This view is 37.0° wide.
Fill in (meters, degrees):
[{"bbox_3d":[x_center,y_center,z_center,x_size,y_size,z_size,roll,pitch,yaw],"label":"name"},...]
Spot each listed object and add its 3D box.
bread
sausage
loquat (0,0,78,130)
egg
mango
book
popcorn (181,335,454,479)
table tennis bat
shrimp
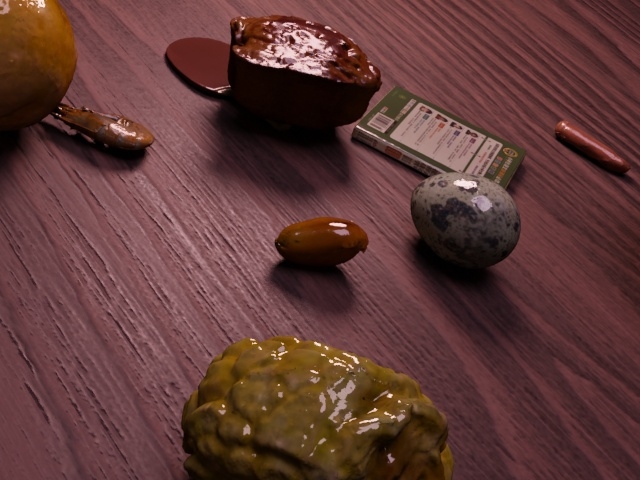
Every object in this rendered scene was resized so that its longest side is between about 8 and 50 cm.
[{"bbox_3d":[-0.029,-0.274,1.511,0.247,0.135,0.232,9,37,-14],"label":"bread"},{"bbox_3d":[0.506,-0.173,1.779,0.158,0.036,0.042,36,50,17],"label":"sausage"},{"bbox_3d":[-0.432,-0.262,1.253,0.244,0.243,0.243,14,37,-11],"label":"loquat"},{"bbox_3d":[0.205,-0.032,1.371,0.172,0.132,0.132,31,36,30],"label":"egg"},{"bbox_3d":[0.000,0.000,1.272,0.127,0.077,0.063,-3,66,-10],"label":"mango"},{"bbox_3d":[0.206,-0.164,1.622,0.264,0.027,0.202,28,36,9],"label":"book"},{"bbox_3d":[0.010,0.192,0.914,0.286,0.225,0.173,21,69,-5],"label":"popcorn"},{"bbox_3d":[-0.143,-0.263,1.575,0.154,0.021,0.274,-20,52,-40],"label":"table tennis bat"},{"bbox_3d":[-0.310,-0.172,1.355,0.163,0.045,0.095,22,36,4],"label":"shrimp"}]
